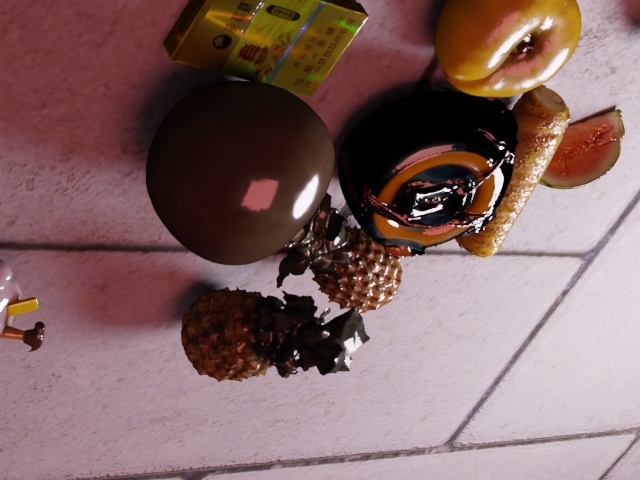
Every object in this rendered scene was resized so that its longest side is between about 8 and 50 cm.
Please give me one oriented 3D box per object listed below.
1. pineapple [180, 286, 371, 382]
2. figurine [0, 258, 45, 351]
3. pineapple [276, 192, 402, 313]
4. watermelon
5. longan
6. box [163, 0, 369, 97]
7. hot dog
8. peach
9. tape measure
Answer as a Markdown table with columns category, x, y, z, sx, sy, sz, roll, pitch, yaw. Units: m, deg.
| category | x | y | z | sx | sy | sz | roll | pitch | yaw |
| --- | --- | --- | --- | --- | --- | --- | --- | --- | --- |
| pineapple | -0.057 | 0.118 | 1.634 | 0.248 | 0.128 | 0.128 | -4 | 162 | 40 |
| figurine | -0.413 | 0.056 | 1.438 | 0.137 | 0.112 | 0.229 | -44 | 128 | 9 |
| pineapple | 0.000 | 0.000 | 1.619 | 0.130 | 0.119 | 0.277 | -18 | 150 | 31 |
| watermelon | 0.346 | -0.103 | 1.752 | 0.163 | 0.069 | 0.087 | -24 | 144 | -8 |
| longan | -0.092 | -0.073 | 1.409 | 0.196 | 0.197 | 0.220 | 0 | 148 | -33 |
| box | -0.056 | -0.224 | 1.385 | 0.193 | 0.030 | 0.121 | 9 | 130 | -40 |
| hot dog | 0.242 | -0.082 | 1.695 | 0.068 | 0.083 | 0.289 | -23 | 150 | -35 |
| peach | 0.209 | -0.238 | 1.474 | 0.179 | 0.103 | 0.179 | -15 | 144 | -12 |
| tape measure | 0.132 | -0.083 | 1.585 | 0.223 | 0.135 | 0.202 | -10 | 139 | -19 |
